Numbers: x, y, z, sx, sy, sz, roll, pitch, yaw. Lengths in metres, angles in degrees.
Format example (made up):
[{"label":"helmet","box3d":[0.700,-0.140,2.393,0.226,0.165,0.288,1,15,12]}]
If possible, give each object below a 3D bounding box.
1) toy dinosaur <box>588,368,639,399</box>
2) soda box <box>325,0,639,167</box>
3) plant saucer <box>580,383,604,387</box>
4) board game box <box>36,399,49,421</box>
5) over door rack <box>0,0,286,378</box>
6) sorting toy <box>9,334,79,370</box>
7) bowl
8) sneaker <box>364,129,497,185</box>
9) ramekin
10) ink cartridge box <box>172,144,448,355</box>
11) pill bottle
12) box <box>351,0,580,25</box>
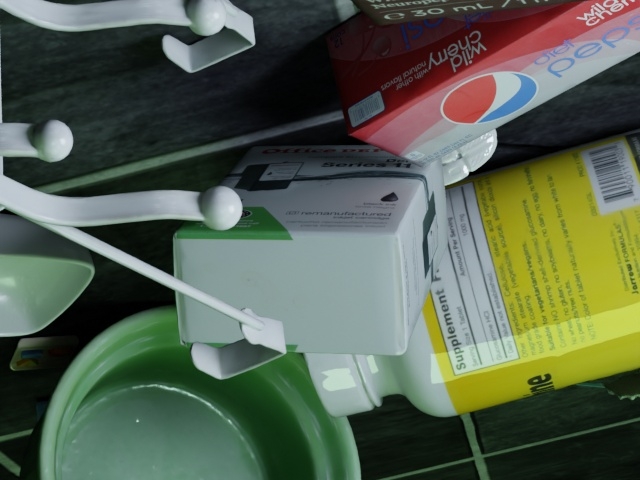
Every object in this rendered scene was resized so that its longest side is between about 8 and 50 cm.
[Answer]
[{"label":"toy dinosaur","box3d":[0.279,0.093,1.544,0.313,0.121,0.160,7,136,-44]},{"label":"soda box","box3d":[0.135,-0.146,1.005,0.263,0.083,0.092,-28,151,31]},{"label":"plant saucer","box3d":[0.286,0.142,1.770,0.192,0.018,0.067,10,148,-38]},{"label":"board game box","box3d":[-0.176,0.188,1.630,0.211,0.039,0.160,-11,155,-2]},{"label":"over door rack","box3d":[-0.085,-0.090,0.842,0.108,0.239,0.324,-13,156,15]},{"label":"sorting toy","box3d":[-0.244,0.106,1.454,0.083,0.012,0.062,-2,153,-21]},{"label":"bowl","box3d":[-0.260,0.023,1.221,0.142,0.053,0.142,6,150,-33]},{"label":"sneaker","box3d":[0.062,-0.063,1.204,0.158,0.061,0.065,-19,-178,16]},{"label":"ramekin","box3d":[-0.129,0.223,1.428,0.303,0.303,0.148,1,159,-27]},{"label":"ink cartridge box","box3d":[0.000,0.000,1.085,0.153,0.087,0.208,0,-161,12]},{"label":"pill bottle","box3d":[0.151,0.036,1.275,0.334,0.188,0.188,-15,155,8]},{"label":"box","box3d":[0.055,-0.208,0.637,0.191,0.143,0.381,-3,169,20]}]
